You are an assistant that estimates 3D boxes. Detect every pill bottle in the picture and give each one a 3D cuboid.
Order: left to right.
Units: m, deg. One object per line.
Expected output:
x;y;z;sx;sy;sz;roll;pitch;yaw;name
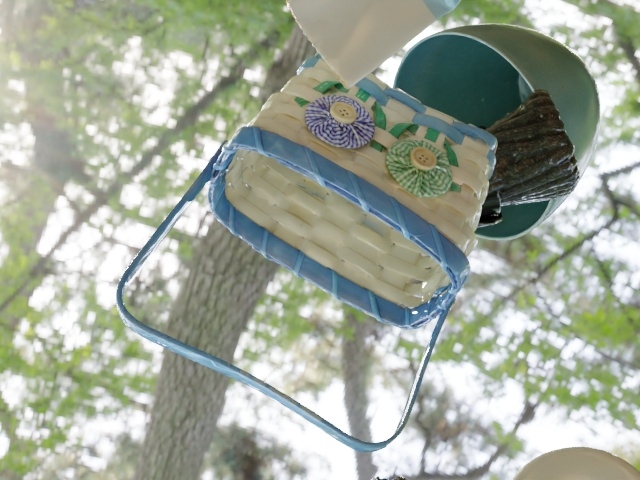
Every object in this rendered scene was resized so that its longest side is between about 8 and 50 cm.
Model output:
0.386;0.462;1.647;0.224;0.392;0.224;-7;-120;12;pill bottle

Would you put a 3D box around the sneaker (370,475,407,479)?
0.063;0.333;1.383;0.083;0.221;0.087;45;-111;-5;sneaker

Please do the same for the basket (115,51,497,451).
0.000;0.000;0.953;0.254;0.201;0.289;27;-110;0;basket

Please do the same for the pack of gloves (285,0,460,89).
0.059;-0.259;0.864;0.232;0.046;0.195;-35;-93;-13;pack of gloves

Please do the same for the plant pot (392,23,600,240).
0.265;-0.170;1.547;0.195;0.290;0.290;-28;-130;-34;plant pot

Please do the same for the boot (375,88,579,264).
0.149;-0.078;1.315;0.260;0.131;0.348;-25;-167;4;boot
